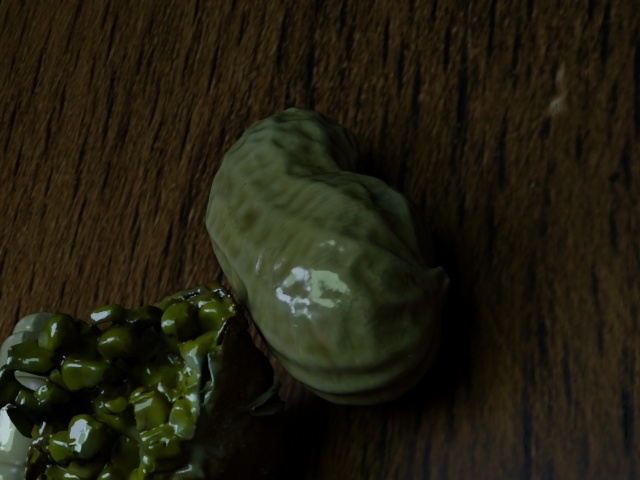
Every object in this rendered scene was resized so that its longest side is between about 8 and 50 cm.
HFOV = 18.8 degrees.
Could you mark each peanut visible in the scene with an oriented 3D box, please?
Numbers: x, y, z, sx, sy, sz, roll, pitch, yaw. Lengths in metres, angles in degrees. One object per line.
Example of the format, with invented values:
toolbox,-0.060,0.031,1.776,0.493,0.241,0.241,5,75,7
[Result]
peanut,0.000,0.000,1.431,0.153,0.140,0.325,-36,35,10

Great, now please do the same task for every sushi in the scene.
sushi,-0.142,0.157,1.413,0.296,0.179,0.167,-42,60,34

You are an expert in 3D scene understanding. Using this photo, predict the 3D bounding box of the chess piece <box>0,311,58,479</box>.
chess piece,-0.260,0.233,1.578,0.117,0.117,0.397,-21,45,40
